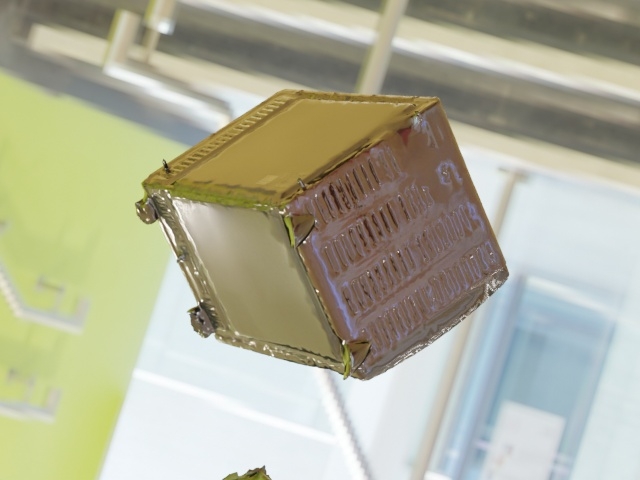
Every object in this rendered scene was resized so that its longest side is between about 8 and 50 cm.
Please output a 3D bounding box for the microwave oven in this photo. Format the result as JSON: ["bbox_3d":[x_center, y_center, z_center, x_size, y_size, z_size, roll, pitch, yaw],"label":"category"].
[{"bbox_3d":[0.001,-0.002,1.501,0.178,0.188,0.247,-32,-157,-27],"label":"microwave oven"}]

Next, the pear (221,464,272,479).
[{"bbox_3d":[-0.100,0.384,1.915,0.238,0.164,0.255,-17,-140,-28],"label":"pear"}]
